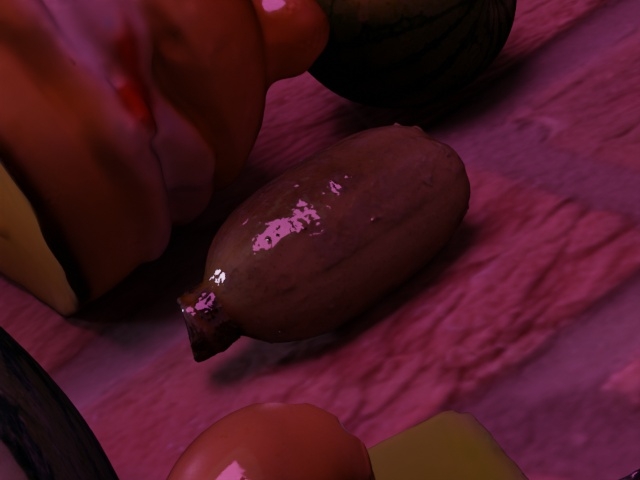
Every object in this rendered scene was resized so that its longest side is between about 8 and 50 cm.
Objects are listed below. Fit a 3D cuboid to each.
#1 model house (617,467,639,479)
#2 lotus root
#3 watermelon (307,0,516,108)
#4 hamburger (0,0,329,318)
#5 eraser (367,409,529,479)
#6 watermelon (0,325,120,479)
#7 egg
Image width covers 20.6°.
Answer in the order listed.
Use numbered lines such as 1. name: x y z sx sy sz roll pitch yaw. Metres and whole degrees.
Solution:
1. model house: 0.115 0.196 0.394 0.237 0.202 0.237 -25 28 -6
2. lotus root: 0.000 -0.001 0.935 0.183 0.077 0.090 -32 30 -22
3. watermelon: 0.032 -0.154 1.108 0.187 0.141 0.141 7 40 40
4. hamburger: -0.148 -0.118 1.038 0.237 0.276 0.276 -42 34 -18
5. eraser: -0.021 0.188 0.620 0.274 0.092 0.210 -25 28 -10
6. watermelon: -0.208 0.139 0.813 0.283 0.293 0.250 33 13 29
7. egg: -0.021 0.095 0.612 0.083 0.071 0.071 -15 18 -43
